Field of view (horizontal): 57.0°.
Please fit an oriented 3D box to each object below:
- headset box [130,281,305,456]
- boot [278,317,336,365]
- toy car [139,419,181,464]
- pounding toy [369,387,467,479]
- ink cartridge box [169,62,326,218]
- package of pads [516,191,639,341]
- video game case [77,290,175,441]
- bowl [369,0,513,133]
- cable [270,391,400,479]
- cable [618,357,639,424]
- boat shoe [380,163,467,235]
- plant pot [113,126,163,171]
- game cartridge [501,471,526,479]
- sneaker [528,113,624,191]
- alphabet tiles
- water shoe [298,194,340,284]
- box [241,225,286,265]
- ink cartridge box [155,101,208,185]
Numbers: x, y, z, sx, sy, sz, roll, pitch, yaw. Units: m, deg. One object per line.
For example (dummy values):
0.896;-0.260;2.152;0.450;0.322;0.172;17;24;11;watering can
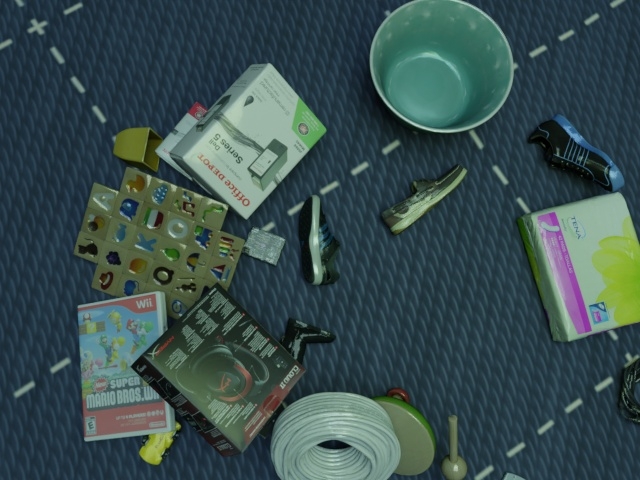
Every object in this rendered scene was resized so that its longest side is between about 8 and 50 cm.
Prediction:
-0.189;0.268;1.181;0.293;0.110;0.218;45;53;-4;headset box
-0.037;0.231;1.285;0.121;0.045;0.099;18;78;7;boot
-0.299;0.324;1.253;0.239;0.053;0.224;-26;83;-7;toy car
0.195;0.388;1.235;0.237;0.110;0.182;4;114;32;pounding toy
-0.154;-0.212;1.271;0.273;0.115;0.198;-50;120;-9;ink cartridge box
0.600;0.056;1.319;0.229;0.101;0.296;-14;83;-5;package of pads
-0.408;0.262;1.231;0.204;0.025;0.285;-11;78;15;video game case
0.255;-0.367;1.334;0.312;0.163;0.311;1;82;-4;bowl
0.029;0.411;1.173;0.257;0.089;0.257;-12;121;8;cable
0.760;0.343;1.318;0.185;0.047;0.150;9;76;1;cable
0.233;-0.105;1.335;0.223;0.080;0.073;-41;91;-4;boat shoe
-0.411;-0.205;1.316;0.083;0.081;0.081;8;81;8;plant pot
0.429;0.542;1.278;0.083;0.017;0.056;33;84;2;game cartridge
0.581;-0.184;1.353;0.090;0.081;0.232;-36;64;0;sneaker
-0.347;0.014;1.264;0.343;0.011;0.285;21;105;0;alphabet tiles
0.000;0.000;1.322;0.080;0.073;0.203;4;80;-29;water shoe
-0.127;0.013;1.326;0.083;0.018;0.067;20;81;0;box
-0.280;-0.216;1.331;0.109;0.063;0.150;37;81;2;ink cartridge box
